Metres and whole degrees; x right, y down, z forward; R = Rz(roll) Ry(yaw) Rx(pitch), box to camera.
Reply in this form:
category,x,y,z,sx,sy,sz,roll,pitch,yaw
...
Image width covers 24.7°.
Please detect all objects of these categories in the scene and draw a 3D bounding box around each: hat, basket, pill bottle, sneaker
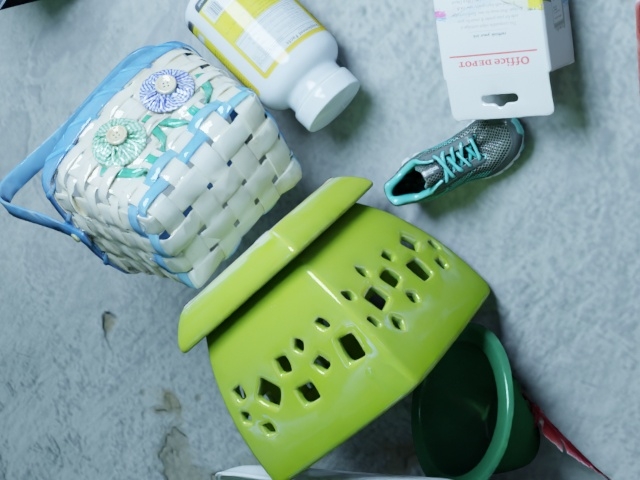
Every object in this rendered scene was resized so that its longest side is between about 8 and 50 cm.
category,x,y,z,sx,sy,sz,roll,pitch,yaw
hat,0.220,0.201,1.560,0.173,0.183,0.208,-43,45,46
basket,-0.182,-0.094,1.549,0.289,0.255,0.201,19,152,45
pill bottle,-0.048,-0.203,1.533,0.184,0.103,0.103,46,124,10
sneaker,0.132,-0.075,1.482,0.166,0.076,0.065,-31,90,36

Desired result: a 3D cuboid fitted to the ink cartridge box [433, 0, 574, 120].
category,x,y,z,sx,sy,sz,roll,pitch,yaw
ink cartridge box,0.175,-0.220,1.410,0.115,0.067,0.198,0,105,32

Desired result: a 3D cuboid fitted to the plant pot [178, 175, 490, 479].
category,x,y,z,sx,sy,sz,roll,pitch,yaw
plant pot,0.003,0.076,1.509,0.207,0.228,0.227,48,125,0

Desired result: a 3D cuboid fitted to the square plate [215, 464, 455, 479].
category,x,y,z,sx,sy,sz,roll,pitch,yaw
square plate,0.105,0.344,1.584,0.347,0.049,0.344,-1,138,32

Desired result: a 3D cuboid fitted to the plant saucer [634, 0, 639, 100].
category,x,y,z,sx,sy,sz,roll,pitch,yaw
plant saucer,0.403,-0.107,1.251,0.259,0.048,0.258,20,154,26

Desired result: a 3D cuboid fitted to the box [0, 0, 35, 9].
category,x,y,z,sx,sy,sz,roll,pitch,yaw
box,-0.339,-0.352,1.631,0.158,0.156,0.093,47,126,10
